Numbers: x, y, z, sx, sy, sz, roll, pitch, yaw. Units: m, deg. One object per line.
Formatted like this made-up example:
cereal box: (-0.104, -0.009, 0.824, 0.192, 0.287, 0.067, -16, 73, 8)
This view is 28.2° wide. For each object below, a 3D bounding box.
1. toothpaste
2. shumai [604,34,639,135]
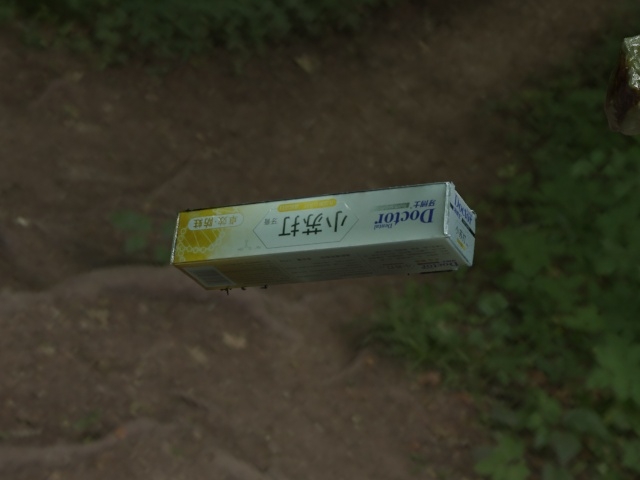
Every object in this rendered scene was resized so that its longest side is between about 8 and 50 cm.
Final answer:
toothpaste: (0.000, 0.000, 1.311, 0.089, 0.313, 0.071, 45, 46, -54)
shumai: (0.493, -0.155, 1.614, 0.260, 0.222, 0.225, 62, 8, 21)
